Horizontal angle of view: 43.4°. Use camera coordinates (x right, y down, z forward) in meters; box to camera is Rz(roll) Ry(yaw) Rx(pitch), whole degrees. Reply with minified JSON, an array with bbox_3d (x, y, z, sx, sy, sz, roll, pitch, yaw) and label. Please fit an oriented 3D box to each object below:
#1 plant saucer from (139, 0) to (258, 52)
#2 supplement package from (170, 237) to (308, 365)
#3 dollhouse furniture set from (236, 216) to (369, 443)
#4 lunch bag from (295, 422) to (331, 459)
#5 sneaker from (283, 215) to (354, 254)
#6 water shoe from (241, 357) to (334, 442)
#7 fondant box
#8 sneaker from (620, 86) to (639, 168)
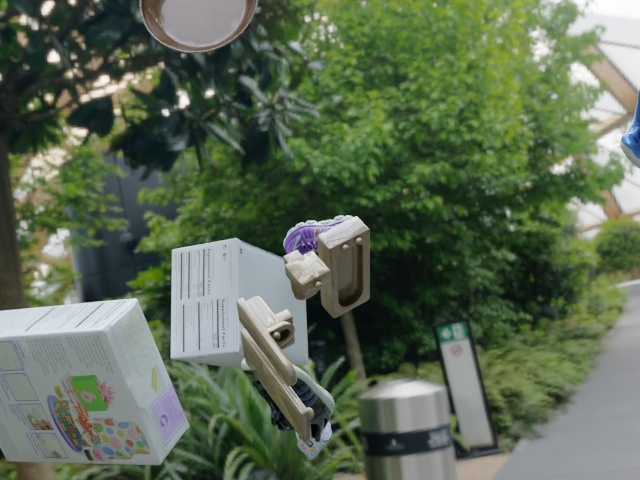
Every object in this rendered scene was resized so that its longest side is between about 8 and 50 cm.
[{"bbox_3d":[-0.198,-0.392,1.330,0.198,0.199,0.036,-12,-15,2],"label":"plant saucer"},{"bbox_3d":[-0.147,0.130,1.516,0.145,0.204,0.262,-10,-17,25],"label":"supplement package"},{"bbox_3d":[0.010,0.090,0.825,0.151,0.123,0.144,-26,-39,-20],"label":"dollhouse furniture set"},{"bbox_3d":[-0.015,0.375,1.573,0.053,0.083,0.071,9,-48,-26],"label":"lunch bag"},{"bbox_3d":[0.000,0.000,1.570,0.169,0.068,0.071,-16,37,26],"label":"sneaker"},{"bbox_3d":[-0.045,0.233,1.160,0.072,0.080,0.203,-5,-32,37],"label":"water shoe"},{"bbox_3d":[-0.397,0.227,1.263,0.330,0.238,0.096,-6,23,28],"label":"fondant box"},{"bbox_3d":[0.484,-0.178,0.891,0.236,0.130,0.323,4,-36,-24],"label":"sneaker"}]
